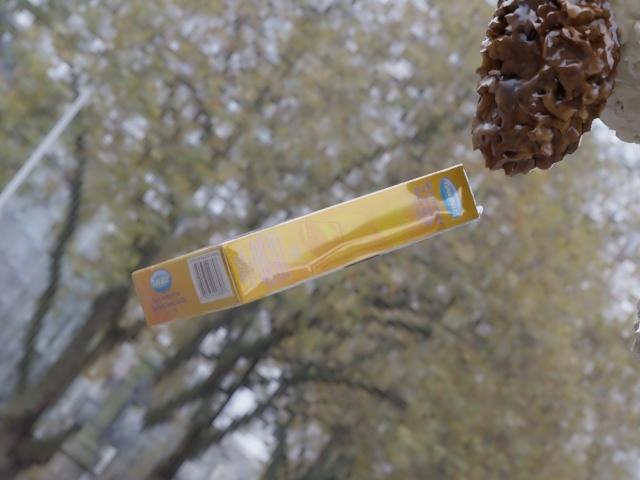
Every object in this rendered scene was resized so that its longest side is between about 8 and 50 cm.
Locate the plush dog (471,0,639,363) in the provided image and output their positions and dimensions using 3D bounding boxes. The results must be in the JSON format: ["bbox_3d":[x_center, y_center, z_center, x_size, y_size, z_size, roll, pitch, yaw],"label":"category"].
[{"bbox_3d":[0.179,-0.083,0.774,0.225,0.262,0.210,33,-48,1],"label":"plush dog"}]

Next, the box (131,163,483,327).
[{"bbox_3d":[0.000,0.000,0.756,0.081,0.136,0.028,-17,-86,57],"label":"box"}]
